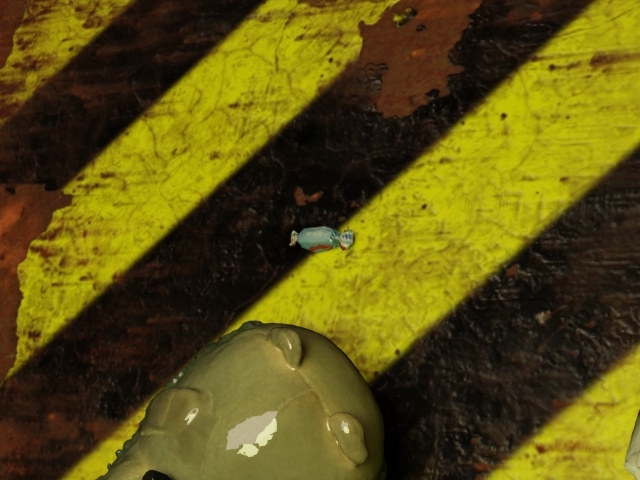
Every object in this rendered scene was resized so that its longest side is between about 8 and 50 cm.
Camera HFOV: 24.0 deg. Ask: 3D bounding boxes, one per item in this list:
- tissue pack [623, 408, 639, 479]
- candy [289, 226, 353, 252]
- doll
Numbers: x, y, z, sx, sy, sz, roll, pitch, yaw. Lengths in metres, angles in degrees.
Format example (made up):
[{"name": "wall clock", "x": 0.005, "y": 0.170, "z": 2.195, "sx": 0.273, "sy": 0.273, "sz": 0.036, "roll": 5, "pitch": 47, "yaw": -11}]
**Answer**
[{"name": "tissue pack", "x": 0.473, "y": 0.107, "z": 1.243, "sx": 0.375, "sy": 0.195, "sz": 0.390, "roll": 13, "pitch": 72, "yaw": 22}, {"name": "candy", "x": 0.000, "y": 0.001, "z": 1.686, "sx": 0.083, "sy": 0.020, "sz": 0.030, "roll": -3, "pitch": 61, "yaw": 32}, {"name": "doll", "x": -0.101, "y": 0.241, "z": 1.486, "sx": 0.349, "sy": 0.247, "sz": 0.247, "roll": -39, "pitch": 51, "yaw": 18}]
